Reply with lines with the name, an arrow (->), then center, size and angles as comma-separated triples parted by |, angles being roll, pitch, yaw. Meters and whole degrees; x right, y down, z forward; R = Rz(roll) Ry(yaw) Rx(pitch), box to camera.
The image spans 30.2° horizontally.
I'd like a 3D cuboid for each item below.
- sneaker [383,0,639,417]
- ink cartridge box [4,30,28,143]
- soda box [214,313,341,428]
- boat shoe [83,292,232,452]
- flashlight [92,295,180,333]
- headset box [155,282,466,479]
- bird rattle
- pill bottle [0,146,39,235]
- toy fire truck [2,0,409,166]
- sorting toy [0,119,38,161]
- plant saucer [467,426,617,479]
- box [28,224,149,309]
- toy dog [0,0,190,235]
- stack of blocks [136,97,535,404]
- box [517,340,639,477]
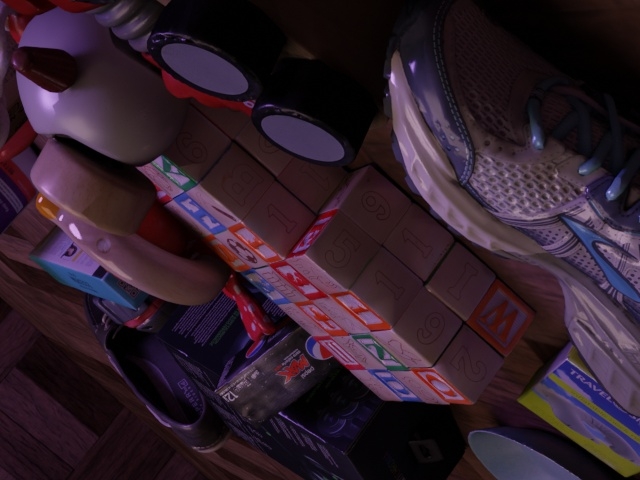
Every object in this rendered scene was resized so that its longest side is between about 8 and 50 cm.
sneaker -> 0.150, -0.027, 0.578 | 0.283, 0.110, 0.122 | 43, 145, -23
ink cartridge box -> -0.367, -0.139, 1.045 | 0.193, 0.234, 0.088 | 39, 162, 0
soda box -> -0.017, 0.099, 1.091 | 0.060, 0.169, 0.053 | 43, -154, -16
boat shoe -> -0.237, 0.155, 1.671 | 0.335, 0.112, 0.095 | 48, 174, 27
flashlight -> -0.159, 0.134, 1.563 | 0.103, 0.103, 0.304 | -26, 121, 37
headset box -> 0.003, 0.172, 1.275 | 0.283, 0.131, 0.246 | 26, 159, 33
bird rattle -> -0.144, 0.003, 1.026 | 0.253, 0.143, 0.207 | 46, -163, 5
pill bottle -> -0.506, -0.021, 1.473 | 0.181, 0.323, 0.181 | 34, 162, 13
toy fire truck -> -0.088, -0.146, 0.623 | 0.217, 0.158, 0.246 | 32, 160, -32
sorting toy -> -0.405, -0.224, 1.189 | 0.365, 0.127, 0.126 | 41, -168, 0
plant saucer -> 0.230, 0.226, 1.120 | 0.195, 0.037, 0.195 | 33, 163, 12
box -> -0.267, 0.013, 1.460 | 0.060, 0.100, 0.244 | 46, 161, -29
toy dog -> -0.206, -0.141, 0.814 | 0.334, 0.220, 0.161 | 16, 174, 34
stack of blocks -> 0.000, 0.000, 0.917 | 0.297, 0.087, 0.171 | 42, 162, -11
box -> 0.216, 0.117, 0.864 | 0.109, 0.042, 0.178 | 35, 163, 8
